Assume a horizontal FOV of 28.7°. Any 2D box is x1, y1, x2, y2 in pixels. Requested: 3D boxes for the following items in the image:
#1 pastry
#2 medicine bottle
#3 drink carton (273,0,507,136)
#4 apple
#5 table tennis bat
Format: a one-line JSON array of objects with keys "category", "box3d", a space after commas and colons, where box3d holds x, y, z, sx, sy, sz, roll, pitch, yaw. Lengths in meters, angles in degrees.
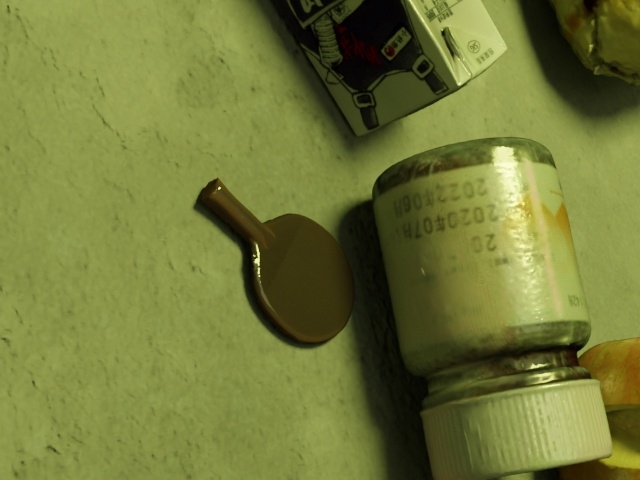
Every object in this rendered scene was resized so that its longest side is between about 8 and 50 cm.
[{"category": "pastry", "box3d": [0.328, -0.290, 1.372, 0.237, 0.170, 0.256, 1, 68, -62]}, {"category": "medicine bottle", "box3d": [0.145, 0.062, 1.063, 0.165, 0.165, 0.273, 0, 74, -42]}, {"category": "drink carton", "box3d": [0.046, -0.220, 1.104, 0.102, 0.134, 0.222, -41, 103, -45]}, {"category": "apple", "box3d": [0.300, 0.183, 1.153, 0.199, 0.199, 0.199, 17, 63, -37]}, {"category": "table tennis bat", "box3d": [0.000, 0.000, 0.989, 0.170, 0.119, 0.107, 43, 50, -23]}]
